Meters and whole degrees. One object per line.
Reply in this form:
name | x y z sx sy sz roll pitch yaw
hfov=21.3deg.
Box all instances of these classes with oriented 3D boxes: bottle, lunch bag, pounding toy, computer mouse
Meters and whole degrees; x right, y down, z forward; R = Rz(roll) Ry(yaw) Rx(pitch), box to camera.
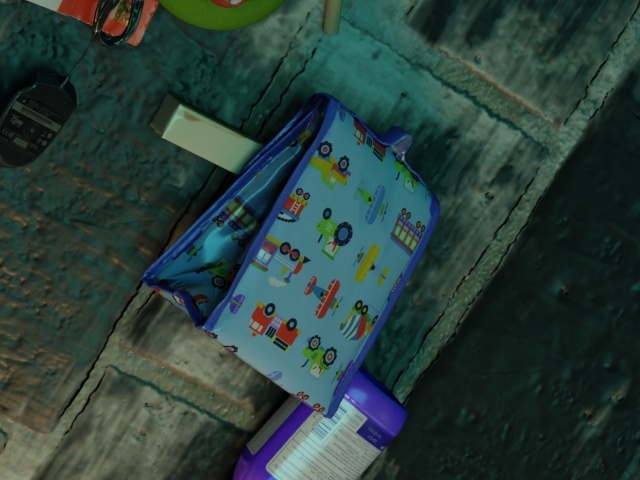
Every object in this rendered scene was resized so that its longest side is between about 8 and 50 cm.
bottle | -0.032 0.259 1.888 0.118 0.092 0.283 40 92 -24
lunch bag | 0.000 0.000 1.772 0.293 0.138 0.221 -52 132 -2
pounding toy | -0.054 -0.287 1.678 0.237 0.110 0.183 3 106 -26
computer mouse | -0.255 -0.174 1.690 0.242 0.041 0.071 -51 133 6

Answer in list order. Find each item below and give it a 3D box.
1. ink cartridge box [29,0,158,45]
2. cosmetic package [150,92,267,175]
ink cartridge box | -0.237 -0.313 1.652 0.232 0.066 0.189 24 99 -20
cosmetic package | -0.113 -0.106 1.758 0.115 0.060 0.041 26 97 -25
